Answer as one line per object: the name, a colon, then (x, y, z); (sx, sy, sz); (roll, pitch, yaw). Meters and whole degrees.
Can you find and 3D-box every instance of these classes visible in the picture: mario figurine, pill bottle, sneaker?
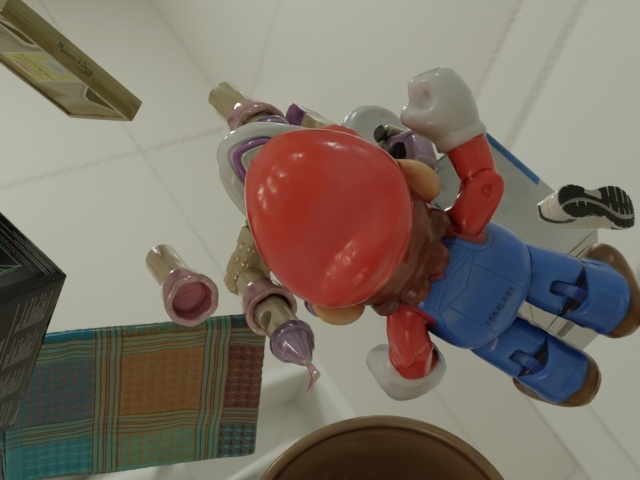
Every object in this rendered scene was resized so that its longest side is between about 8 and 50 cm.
mario figurine: (0.079, 0.002, 0.946); (0.320, 0.198, 0.170); (27, -25, -31)
pill bottle: (0.047, -0.115, 2.039); (0.117, 0.117, 0.215); (-18, -15, -32)
sneaker: (0.243, -0.029, 1.191); (0.109, 0.040, 0.044); (9, -21, -33)
sneaker: (-0.016, -0.046, 1.319); (0.305, 0.152, 0.114); (22, -92, -50)

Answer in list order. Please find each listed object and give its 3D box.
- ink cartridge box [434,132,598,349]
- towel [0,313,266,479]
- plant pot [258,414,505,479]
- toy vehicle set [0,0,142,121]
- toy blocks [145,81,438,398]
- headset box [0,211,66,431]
ink cartridge box: (0.258, 0.027, 1.744); (0.129, 0.223, 0.307); (-40, -29, -9)
towel: (-0.261, 0.222, 1.790); (0.370, 0.040, 0.271); (-5, -51, -15)
plant pot: (0.049, 0.261, 1.055); (0.237, 0.237, 0.110); (-34, -7, -4)
toy vehicle set: (-0.401, -0.261, 1.876); (0.267, 0.166, 0.035); (41, -112, -41)
toy blocks: (0.000, 0.000, 1.526); (0.309, 0.260, 0.289); (13, -73, -31)
headset box: (-0.439, 0.127, 1.360); (0.283, 0.131, 0.246); (-26, -31, -49)
